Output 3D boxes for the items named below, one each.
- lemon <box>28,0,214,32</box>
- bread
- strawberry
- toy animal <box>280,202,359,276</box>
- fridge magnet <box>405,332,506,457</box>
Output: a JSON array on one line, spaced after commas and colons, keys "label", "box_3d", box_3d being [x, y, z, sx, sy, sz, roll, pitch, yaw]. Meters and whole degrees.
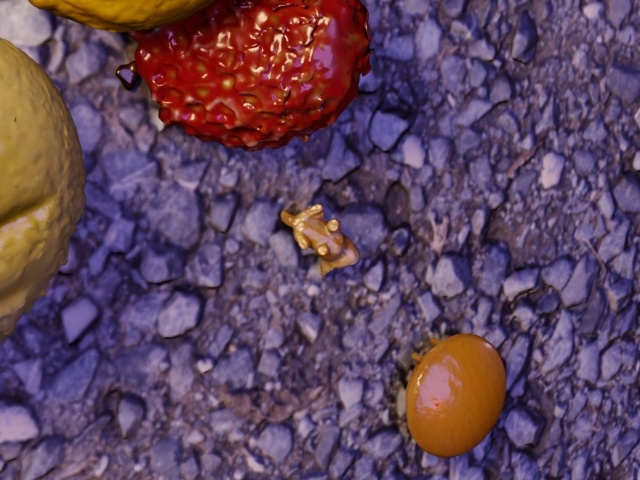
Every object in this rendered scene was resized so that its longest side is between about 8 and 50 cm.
[{"label": "lemon", "box_3d": [-0.144, -0.275, 1.154, 0.260, 0.204, 0.204, -42, 125, -24]}, {"label": "bread", "box_3d": [-0.334, -0.032, 1.056, 0.320, 0.237, 0.320, -11, 111, -31]}, {"label": "strawberry", "box_3d": [-0.044, -0.184, 1.282, 0.234, 0.178, 0.234, -6, 100, -37]}, {"label": "toy animal", "box_3d": [0.000, 0.000, 1.456, 0.083, 0.081, 0.060, 53, 56, -74]}, {"label": "fridge magnet", "box_3d": [0.148, 0.172, 1.607, 0.143, 0.063, 0.143, -11, 108, -36]}]
